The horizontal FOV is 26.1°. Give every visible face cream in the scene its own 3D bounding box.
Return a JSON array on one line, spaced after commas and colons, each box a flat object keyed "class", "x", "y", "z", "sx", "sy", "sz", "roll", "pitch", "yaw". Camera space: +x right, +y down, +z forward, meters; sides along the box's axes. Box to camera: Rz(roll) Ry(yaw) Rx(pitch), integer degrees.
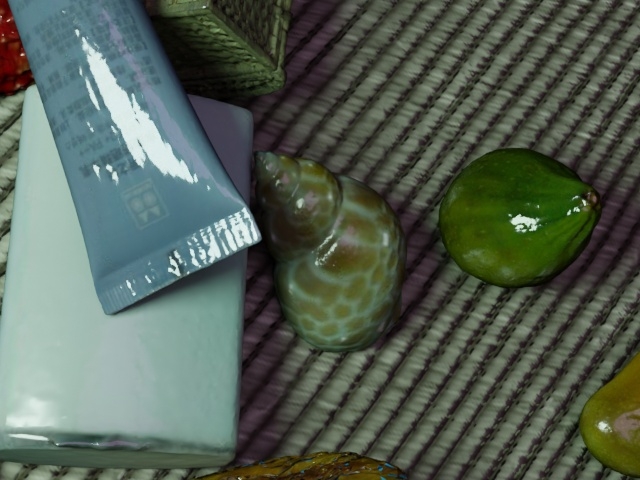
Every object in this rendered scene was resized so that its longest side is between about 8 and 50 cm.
[{"class": "face cream", "x": -0.171, "y": -0.147, "z": 1.022, "sx": 0.136, "sy": 0.086, "sz": 0.385, "roll": -26, "pitch": 80, "yaw": 17}]

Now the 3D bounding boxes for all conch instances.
[{"class": "conch", "x": 0.013, "y": 0.008, "z": 1.133, "sx": 0.116, "sy": 0.106, "sz": 0.173, "roll": -9, "pitch": 89, "yaw": 1}]

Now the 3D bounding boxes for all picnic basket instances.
[{"class": "picnic basket", "x": -0.095, "y": -0.232, "z": 1.145, "sx": 0.134, "sy": 0.154, "sz": 0.196, "roll": -4, "pitch": 69, "yaw": 26}]

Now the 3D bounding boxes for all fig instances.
[{"class": "fig", "x": 0.173, "y": -0.022, "z": 1.156, "sx": 0.123, "sy": 0.156, "sz": 0.123, "roll": 3, "pitch": 78, "yaw": -16}]

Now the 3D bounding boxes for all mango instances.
[{"class": "mango", "x": 0.326, "y": 0.131, "z": 1.184, "sx": 0.227, "sy": 0.099, "sz": 0.136, "roll": -27, "pitch": 86, "yaw": -14}]

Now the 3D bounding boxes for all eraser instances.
[{"class": "eraser", "x": -0.152, "y": 0.029, "z": 1.075, "sx": 0.189, "sy": 0.104, "sz": 0.290, "roll": 5, "pitch": 71, "yaw": -7}]

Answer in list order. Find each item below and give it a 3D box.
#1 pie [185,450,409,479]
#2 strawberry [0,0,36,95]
[{"class": "pie", "x": -0.052, "y": 0.215, "z": 0.970, "sx": 0.273, "sy": 0.273, "sz": 0.069, "roll": -23, "pitch": 109, "yaw": -21}, {"class": "strawberry", "x": -0.296, "y": -0.208, "z": 1.106, "sx": 0.236, "sy": 0.111, "sz": 0.190, "roll": -21, "pitch": 82, "yaw": -20}]
